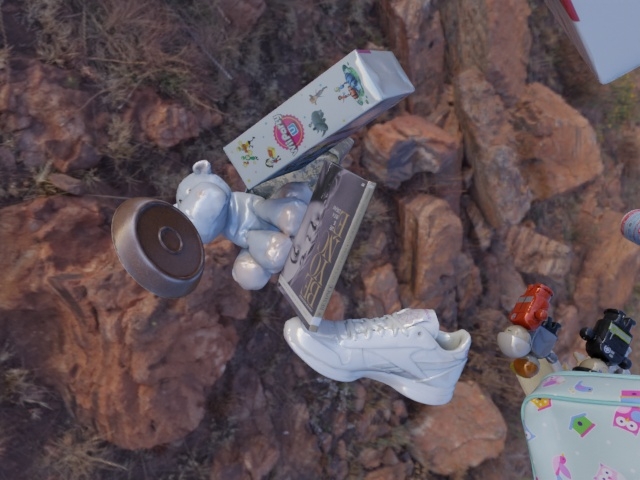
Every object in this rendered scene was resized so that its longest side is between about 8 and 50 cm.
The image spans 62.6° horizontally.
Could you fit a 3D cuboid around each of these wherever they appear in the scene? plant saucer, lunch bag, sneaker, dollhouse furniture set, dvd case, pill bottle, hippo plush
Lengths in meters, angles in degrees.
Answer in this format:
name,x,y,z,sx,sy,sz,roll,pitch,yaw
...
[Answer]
name,x,y,z,sx,sy,sz,roll,pitch,yaw
plant saucer,-0.232,0.004,0.791,0.168,0.029,0.168,40,34,-35
lunch bag,-0.066,-0.180,1.399,0.169,0.287,0.235,42,23,-3
sneaker,0.094,0.152,0.826,0.305,0.114,0.152,18,110,-16
dollhouse furniture set,0.613,0.378,1.289,0.242,0.212,0.161,21,36,-30
dvd case,0.000,0.000,0.771,0.018,0.164,0.221,16,102,-25
lunch bag,0.416,0.324,0.721,0.108,0.224,0.279,-22,98,-48
pill bottle,0.807,-0.020,1.279,0.160,0.087,0.087,-74,156,-75
hippo plush,-0.167,-0.073,1.084,0.237,0.234,0.294,33,22,-24

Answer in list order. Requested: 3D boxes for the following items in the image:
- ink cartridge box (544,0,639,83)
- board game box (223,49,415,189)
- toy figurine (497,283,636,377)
name,x,y,z,sx,sy,sz,roll,pitch,yaw
ink cartridge box,0.316,-0.349,0.629,0.197,0.114,0.272,45,32,-31
board game box,0.002,-0.224,0.977,0.097,0.303,0.224,58,29,-2
toy figurine,0.443,0.201,0.954,0.148,0.213,0.209,-56,142,-17
